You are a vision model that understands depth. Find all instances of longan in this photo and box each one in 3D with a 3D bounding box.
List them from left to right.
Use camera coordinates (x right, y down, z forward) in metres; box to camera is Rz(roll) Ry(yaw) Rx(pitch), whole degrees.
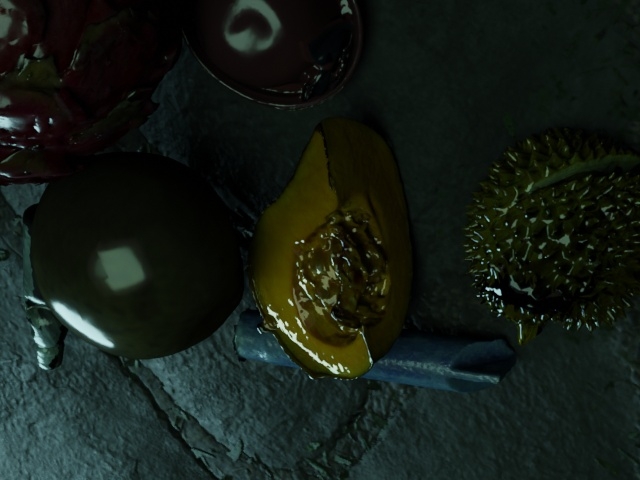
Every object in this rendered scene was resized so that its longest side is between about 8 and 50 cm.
[{"bbox_3d":[-0.183,0.017,1.662,0.246,0.246,0.215,32,99,8],"label":"longan"}]

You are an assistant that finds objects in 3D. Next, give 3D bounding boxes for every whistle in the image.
[{"bbox_3d":[0.054,0.119,1.696,0.304,0.062,0.062,6,117,23],"label":"whistle"}]

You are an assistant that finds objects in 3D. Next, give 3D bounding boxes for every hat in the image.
[{"bbox_3d":[-0.059,-0.214,1.563,0.205,0.089,0.205,11,120,20],"label":"hat"}]

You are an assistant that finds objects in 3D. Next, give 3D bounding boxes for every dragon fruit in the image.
[{"bbox_3d":[-0.290,-0.206,1.539,0.329,0.329,0.329,11,119,21],"label":"dragon fruit"}]

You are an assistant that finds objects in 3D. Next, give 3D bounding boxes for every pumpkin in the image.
[{"bbox_3d":[0.002,-0.004,1.646,0.163,0.111,0.278,4,113,41],"label":"pumpkin"}]

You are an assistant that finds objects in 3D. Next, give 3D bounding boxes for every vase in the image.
[{"bbox_3d":[-0.313,0.060,1.847,0.060,0.060,0.211,16,122,19],"label":"vase"}]

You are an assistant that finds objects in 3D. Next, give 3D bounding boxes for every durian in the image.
[{"bbox_3d":[0.212,0.019,1.519,0.193,0.138,0.237,19,123,16],"label":"durian"}]
